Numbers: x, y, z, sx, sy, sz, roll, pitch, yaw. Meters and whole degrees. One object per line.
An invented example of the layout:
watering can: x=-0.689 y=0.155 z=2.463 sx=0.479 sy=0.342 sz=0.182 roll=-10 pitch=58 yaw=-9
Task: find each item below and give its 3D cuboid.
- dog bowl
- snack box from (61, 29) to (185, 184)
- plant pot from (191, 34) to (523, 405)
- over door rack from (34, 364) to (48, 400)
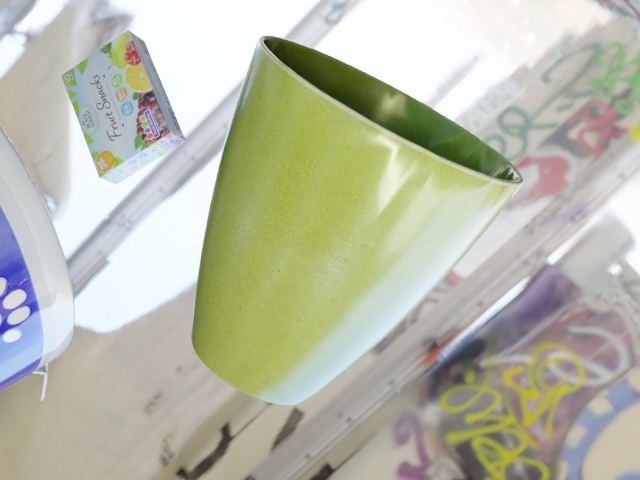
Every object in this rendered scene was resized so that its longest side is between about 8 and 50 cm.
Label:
dog bowl: x=-0.296 y=-0.004 z=0.704 sx=0.104 sy=0.265 sz=0.265 roll=-34 pitch=-103 yaw=-35
snack box: x=-0.221 y=-0.148 z=1.095 sx=0.037 sy=0.100 sz=0.141 roll=24 pitch=-142 yaw=-63
plant pot: x=0.000 y=0.000 z=0.942 sx=0.274 sy=0.293 sz=0.275 roll=26 pitch=-163 yaw=-9
over door rack: x=-0.311 y=0.265 z=0.755 sx=0.108 sy=0.324 sz=0.239 roll=21 pitch=-169 yaw=-22
